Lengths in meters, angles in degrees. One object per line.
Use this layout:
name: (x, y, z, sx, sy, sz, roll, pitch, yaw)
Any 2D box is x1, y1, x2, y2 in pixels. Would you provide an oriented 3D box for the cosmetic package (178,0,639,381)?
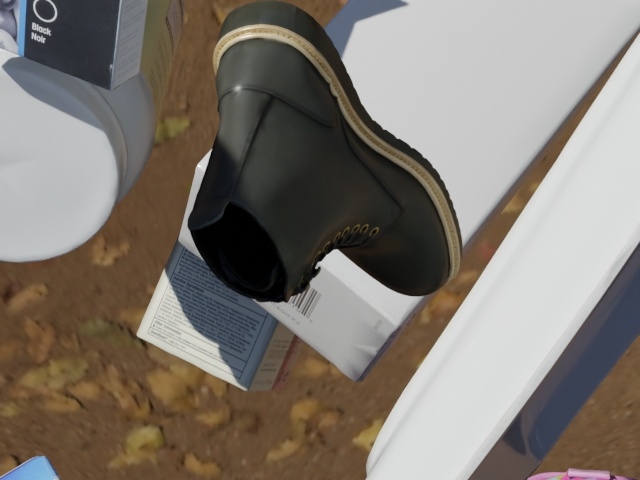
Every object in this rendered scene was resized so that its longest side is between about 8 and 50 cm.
cosmetic package: (0.079, -0.096, 1.140, 0.197, 0.155, 0.365, 39, 66, 6)

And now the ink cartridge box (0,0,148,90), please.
ink cartridge box: (-0.211, -0.228, 0.978, 0.206, 0.208, 0.045, 22, 36, 12)

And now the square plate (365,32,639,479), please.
square plate: (0.137, -0.002, 0.643, 0.049, 0.347, 0.344, 37, 107, 15)

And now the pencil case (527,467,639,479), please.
pencil case: (0.191, 0.298, 1.036, 0.124, 0.284, 0.124, -6, 32, 4)

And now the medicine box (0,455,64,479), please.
medicine box: (-0.260, 0.375, 1.176, 0.263, 0.149, 0.289, -31, 68, -12)

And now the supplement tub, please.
supplement tub: (-0.257, -0.155, 1.321, 0.235, 0.235, 0.325, 7, 36, -2)

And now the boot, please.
boot: (0.000, 0.000, 0.700, 0.076, 0.198, 0.137, -20, 41, 30)

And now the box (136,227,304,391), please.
box: (-0.075, 0.032, 1.577, 0.148, 0.127, 0.232, 25, 93, 19)
